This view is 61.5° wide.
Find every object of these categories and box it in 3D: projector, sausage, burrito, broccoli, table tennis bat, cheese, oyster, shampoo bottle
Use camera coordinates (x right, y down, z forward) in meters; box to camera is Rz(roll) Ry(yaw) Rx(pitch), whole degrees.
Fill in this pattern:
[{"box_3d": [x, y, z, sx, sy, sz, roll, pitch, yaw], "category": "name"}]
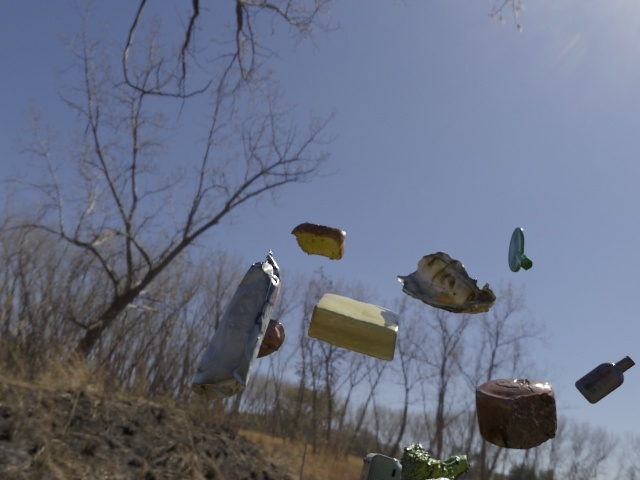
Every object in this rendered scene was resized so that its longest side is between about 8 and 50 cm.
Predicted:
[{"box_3d": [0.165, 0.806, 1.695, 0.108, 0.251, 0.198, 15, -20, 5], "category": "projector"}, {"box_3d": [-0.198, 0.290, 1.567, 0.108, 0.109, 0.270, 22, -21, -26], "category": "sausage"}, {"box_3d": [-0.191, 0.201, 1.405, 0.138, 0.446, 0.101, 1, -37, 31], "category": "burrito"}, {"box_3d": [0.393, 0.816, 1.944, 0.180, 0.272, 0.242, 57, -5, -13], "category": "broccoli"}, {"box_3d": [0.693, 0.046, 1.875, 0.039, 0.161, 0.257, 6, 17, 7], "category": "table tennis bat"}, {"box_3d": [0.115, 0.263, 1.685, 0.265, 0.124, 0.242, 15, 11, 9], "category": "cheese"}, {"box_3d": [0.416, 0.153, 1.807, 0.275, 0.271, 0.100, -23, -32, 10], "category": "oyster"}, {"box_3d": [0.803, 0.384, 1.511, 0.165, 0.080, 0.040, -40, -55, 8], "category": "shampoo bottle"}]

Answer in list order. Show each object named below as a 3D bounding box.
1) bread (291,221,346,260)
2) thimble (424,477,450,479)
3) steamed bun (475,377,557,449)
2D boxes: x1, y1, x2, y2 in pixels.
[{"box_3d": [0.000, 0.000, 1.749, 0.187, 0.065, 0.103, 7, -46, 29], "category": "bread"}, {"box_3d": [0.320, 0.624, 1.140, 0.287, 0.168, 0.254, 9, -10, 14], "category": "thimble"}, {"box_3d": [0.435, 0.386, 1.188, 0.174, 0.145, 0.106, -7, 6, -2], "category": "steamed bun"}]
